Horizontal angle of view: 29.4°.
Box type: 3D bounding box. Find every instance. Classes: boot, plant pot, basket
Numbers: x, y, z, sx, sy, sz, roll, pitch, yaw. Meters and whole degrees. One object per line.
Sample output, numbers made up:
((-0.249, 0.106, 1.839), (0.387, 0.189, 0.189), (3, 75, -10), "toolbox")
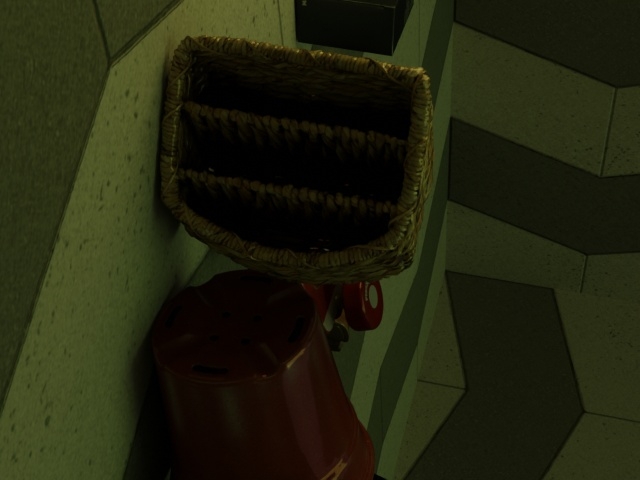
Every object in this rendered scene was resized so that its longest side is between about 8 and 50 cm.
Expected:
((0.034, 0.126, 2.404), (0.197, 0.073, 0.152), (102, 3, -74), "boot")
((-0.082, 0.197, 1.511), (0.272, 0.272, 0.265), (-68, 155, -47), "plant pot")
((-0.031, -0.079, 1.384), (0.223, 0.299, 0.213), (73, 31, -70), "basket")

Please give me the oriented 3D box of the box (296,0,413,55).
((0.056, -0.376, 1.900), (0.158, 0.156, 0.093), (-68, 164, -45), "box")

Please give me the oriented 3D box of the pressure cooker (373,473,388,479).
((0.038, 0.619, 1.966), (0.420, 0.370, 0.375), (-58, 160, 6), "pressure cooker")

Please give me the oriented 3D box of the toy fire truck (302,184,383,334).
((0.000, 0.000, 1.977), (0.302, 0.169, 0.254), (-70, 146, -44), "toy fire truck")

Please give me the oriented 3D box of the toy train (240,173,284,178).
((-0.051, -0.111, 1.696), (0.334, 0.142, 0.190), (-64, 172, -58), "toy train")
